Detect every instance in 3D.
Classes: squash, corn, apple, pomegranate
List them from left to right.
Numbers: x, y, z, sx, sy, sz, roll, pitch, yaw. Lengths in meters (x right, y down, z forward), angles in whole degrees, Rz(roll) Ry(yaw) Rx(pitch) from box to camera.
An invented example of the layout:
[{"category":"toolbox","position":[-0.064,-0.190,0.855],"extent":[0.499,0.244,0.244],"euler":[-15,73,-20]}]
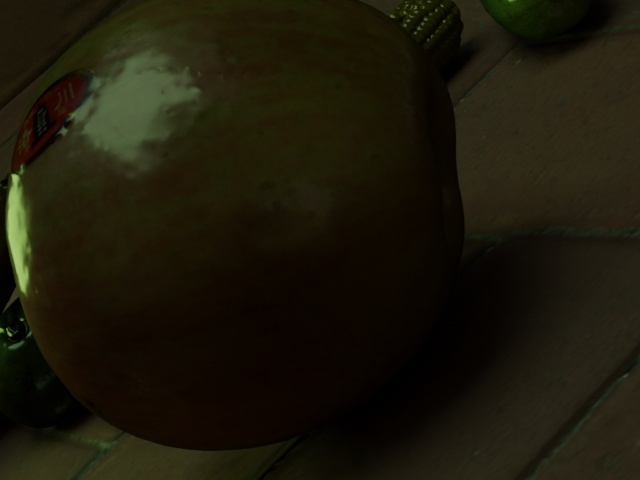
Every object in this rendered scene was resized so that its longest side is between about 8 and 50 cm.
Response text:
[{"category":"pomegranate","position":[-0.300,0.122,1.978],"extent":[0.152,0.131,0.191],"euler":[-45,11,-8]},{"category":"apple","position":[-0.056,-0.028,1.510],"extent":[0.347,0.391,0.391],"euler":[-11,26,18]},{"category":"corn","position":[0.079,-0.192,2.087],"extent":[0.261,0.097,0.097],"euler":[-49,21,-29]},{"category":"squash","position":[0.224,-0.300,2.054],"extent":[0.118,0.118,0.370],"euler":[-36,16,5]}]

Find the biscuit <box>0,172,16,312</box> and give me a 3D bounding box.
[{"category":"biscuit","position":[-0.395,0.090,2.077],"extent":[0.394,0.076,0.368],"euler":[-61,6,13]}]
